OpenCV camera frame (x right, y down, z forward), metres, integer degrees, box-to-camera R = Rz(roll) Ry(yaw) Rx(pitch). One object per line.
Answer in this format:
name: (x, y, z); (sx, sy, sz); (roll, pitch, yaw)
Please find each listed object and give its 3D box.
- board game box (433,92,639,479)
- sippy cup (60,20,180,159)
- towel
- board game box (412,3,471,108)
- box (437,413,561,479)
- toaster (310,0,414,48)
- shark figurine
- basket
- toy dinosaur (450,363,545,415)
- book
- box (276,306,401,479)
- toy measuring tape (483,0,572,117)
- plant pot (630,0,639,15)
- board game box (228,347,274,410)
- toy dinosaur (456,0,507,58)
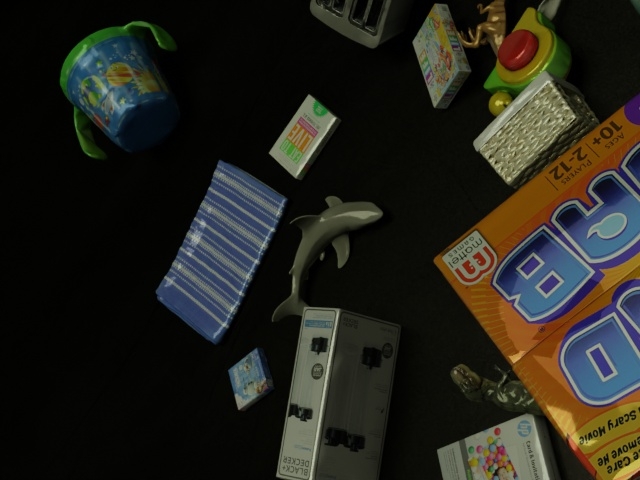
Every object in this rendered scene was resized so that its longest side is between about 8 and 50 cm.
board game box: (0.424, 0.100, 1.279); (0.356, 0.356, 0.356); (-39, 51, 7)
sippy cup: (-0.439, -0.329, 2.450); (0.224, 0.240, 0.305); (51, 152, 30)
towel: (-0.209, 0.021, 2.224); (0.243, 0.040, 0.336); (33, 100, 44)
board game box: (0.212, -0.325, 1.898); (0.103, 0.026, 0.154); (121, 142, -52)
box: (0.273, 0.360, 1.636); (0.186, 0.038, 0.145); (-29, 57, 34)
toaster: (0.082, -0.460, 1.978); (0.168, 0.110, 0.185); (34, 135, 18)
shark figurine: (-0.021, 0.009, 1.991); (0.278, 0.116, 0.166); (-55, 45, 14)
basket: (0.345, -0.161, 1.681); (0.167, 0.113, 0.103); (-47, 51, 24)
toy dinosaur: (0.333, 0.216, 1.597); (0.268, 0.064, 0.118); (15, 65, 28)
book: (-0.028, -0.203, 2.126); (0.096, 0.035, 0.144); (46, 108, 39)
box: (0.033, 0.268, 1.809); (0.087, 0.169, 0.289); (-1, 77, 45)
toy measuring tape: (0.375, -0.335, 1.718); (0.121, 0.121, 0.330); (34, 92, 45)
plant pot: (0.552, -0.351, 1.448); (0.293, 0.293, 0.196); (-10, 97, 43)
board game box: (-0.135, 0.269, 2.081); (0.090, 0.020, 0.090); (-41, 52, 30)
toy dinosaur: (0.296, -0.352, 1.828); (0.112, 0.064, 0.211); (-17, 66, 39)
